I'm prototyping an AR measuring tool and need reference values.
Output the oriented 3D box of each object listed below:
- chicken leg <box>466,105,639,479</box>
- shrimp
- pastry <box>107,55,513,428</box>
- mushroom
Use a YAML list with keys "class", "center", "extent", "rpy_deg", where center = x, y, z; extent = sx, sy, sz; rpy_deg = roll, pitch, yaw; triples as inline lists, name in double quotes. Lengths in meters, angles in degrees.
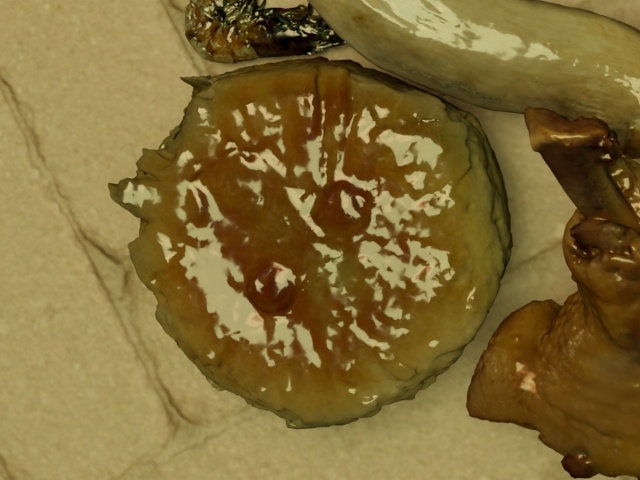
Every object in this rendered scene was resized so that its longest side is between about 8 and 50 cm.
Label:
- class: "chicken leg"
  center: [0.220, 0.068, 1.520]
  extent: [0.295, 0.182, 0.409]
  rpy_deg: [-9, 131, 34]
- class: "shrimp"
  center: [-0.039, -0.196, 1.703]
  extent: [0.161, 0.034, 0.091]
  rpy_deg: [1, 91, 14]
- class: "pastry"
  center: [0.000, 0.000, 1.647]
  extent: [0.330, 0.136, 0.329]
  rpy_deg: [2, 98, 14]
- class: "mushroom"
  center: [0.124, -0.171, 1.601]
  extent: [0.351, 0.095, 0.123]
  rpy_deg: [24, 121, -5]
